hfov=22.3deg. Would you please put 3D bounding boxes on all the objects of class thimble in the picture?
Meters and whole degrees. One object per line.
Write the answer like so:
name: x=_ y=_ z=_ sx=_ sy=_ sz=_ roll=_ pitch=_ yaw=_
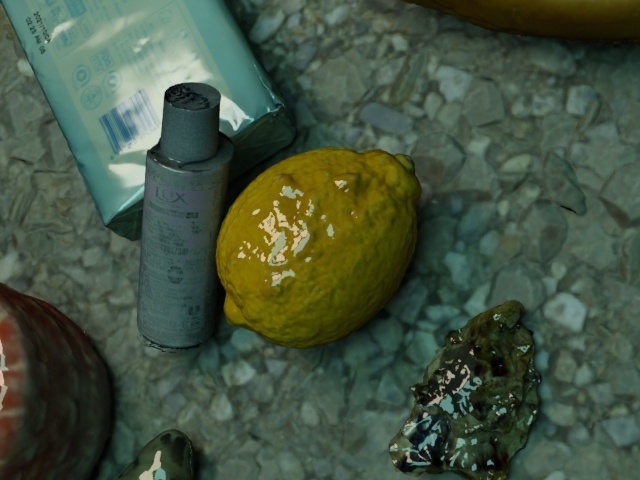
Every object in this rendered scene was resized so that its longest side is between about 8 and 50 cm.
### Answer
thimble: x=-0.307 y=0.137 z=1.314 sx=0.239 sy=0.162 sz=0.239 roll=-5 pitch=76 yaw=20

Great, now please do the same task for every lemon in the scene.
lemon: x=0.000 y=0.000 z=1.236 sx=0.187 sy=0.142 sz=0.142 roll=-43 pitch=67 yaw=5

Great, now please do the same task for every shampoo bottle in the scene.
shampoo bottle: x=-0.106 y=-0.019 z=1.262 sx=0.072 sy=0.072 sz=0.214 roll=23 pitch=125 yaw=24

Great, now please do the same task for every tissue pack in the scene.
tissue pack: x=-0.148 y=-0.155 z=1.360 sx=0.177 sy=0.089 sz=0.263 roll=-32 pitch=67 yaw=9

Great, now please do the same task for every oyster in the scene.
oyster: x=0.114 y=0.111 z=1.216 sx=0.103 sy=0.051 sz=0.148 roll=12 pitch=73 yaw=16

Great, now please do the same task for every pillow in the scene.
pillow: x=-0.169 y=0.263 z=1.292 sx=0.241 sy=0.051 sz=0.093 roll=-48 pitch=61 yaw=5

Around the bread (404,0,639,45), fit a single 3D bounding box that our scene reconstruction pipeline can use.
bread: x=0.174 y=-0.312 z=1.239 sx=0.337 sy=0.148 sz=0.328 roll=12 pitch=87 yaw=21
